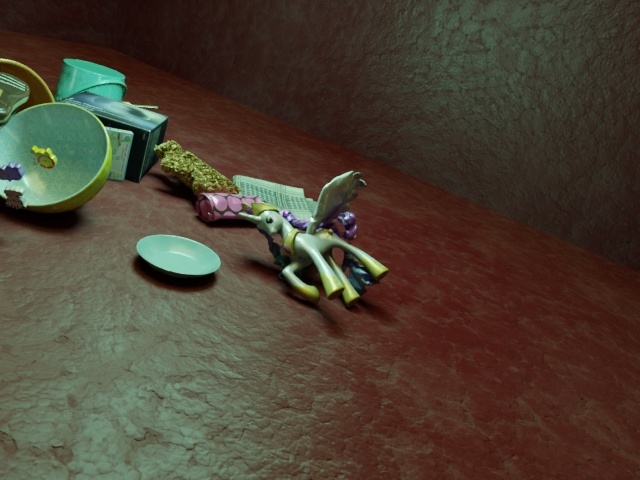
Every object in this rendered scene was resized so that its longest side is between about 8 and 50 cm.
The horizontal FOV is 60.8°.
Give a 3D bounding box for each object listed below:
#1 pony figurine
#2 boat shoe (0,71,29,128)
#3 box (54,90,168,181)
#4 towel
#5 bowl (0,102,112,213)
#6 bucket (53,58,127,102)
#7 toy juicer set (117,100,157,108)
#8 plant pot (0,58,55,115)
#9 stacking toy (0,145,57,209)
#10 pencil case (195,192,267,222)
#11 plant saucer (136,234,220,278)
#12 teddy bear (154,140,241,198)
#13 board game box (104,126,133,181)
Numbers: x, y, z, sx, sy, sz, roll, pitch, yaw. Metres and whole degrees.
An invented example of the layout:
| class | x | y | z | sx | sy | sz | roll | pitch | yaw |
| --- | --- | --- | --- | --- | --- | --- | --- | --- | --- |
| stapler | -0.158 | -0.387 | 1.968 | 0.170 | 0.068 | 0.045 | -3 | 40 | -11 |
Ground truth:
| class | x | y | z | sx | sy | sz | roll | pitch | yaw |
| --- | --- | --- | --- | --- | --- | --- | --- | --- | --- |
| pony figurine | 0.000 | 0.000 | 1.435 | 0.350 | 0.303 | 0.363 | -16 | 54 | -45 |
| boat shoe | -0.762 | -0.317 | 1.276 | 0.095 | 0.095 | 0.257 | 30 | 20 | -25 |
| box | -0.687 | -0.350 | 1.785 | 0.296 | 0.183 | 0.294 | 16 | 18 | -11 |
| towel | -0.153 | -0.140 | 1.913 | 0.324 | 0.056 | 0.312 | 15 | 20 | -14 |
| bowl | -0.644 | -0.178 | 1.348 | 0.289 | 0.290 | 0.156 | 22 | -22 | 8 |
| bucket | -0.948 | -0.624 | 2.256 | 0.281 | 0.183 | 0.281 | 17 | 20 | -6 |
| toy juicer set | -0.778 | -0.466 | 2.149 | 0.209 | 0.090 | 0.329 | 10 | 31 | -10 |
| plant pot | -0.884 | -0.326 | 1.434 | 0.203 | 0.291 | 0.291 | 9 | 14 | 25 |
| stacking toy | -0.710 | -0.152 | 1.173 | 0.221 | 0.052 | 0.167 | 9 | 41 | -8 |
| pencil case | -0.267 | -0.094 | 1.641 | 0.209 | 0.095 | 0.098 | -3 | 60 | -43 |
| plant saucer | -0.333 | 0.046 | 1.274 | 0.194 | 0.038 | 0.195 | 17 | 20 | -6 |
| teddy bear | -0.406 | -0.209 | 1.757 | 0.338 | 0.113 | 0.245 | 36 | 1 | 17 |
| board game box | -0.628 | -0.258 | 1.628 | 0.103 | 0.154 | 0.026 | 6 | 23 | -35 |
